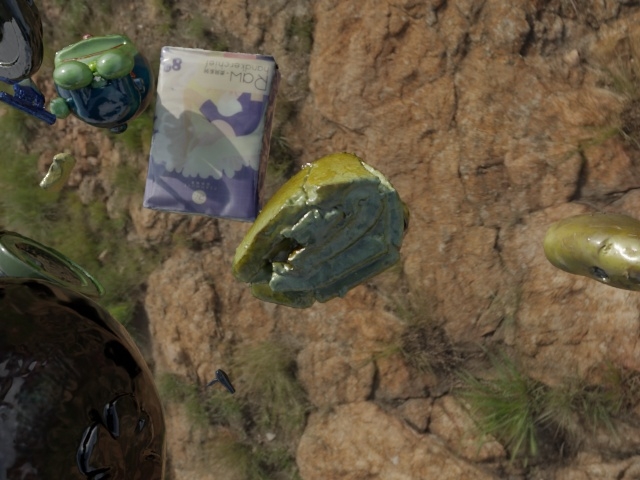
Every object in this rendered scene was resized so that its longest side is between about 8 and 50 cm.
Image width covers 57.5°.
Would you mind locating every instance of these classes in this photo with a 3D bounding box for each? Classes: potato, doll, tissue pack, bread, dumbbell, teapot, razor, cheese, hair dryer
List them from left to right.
[{"bbox_3d":[-0.491,-0.263,0.754,0.192,0.290,0.192,20,140,18],"label":"dumbbell"},{"bbox_3d":[-0.528,0.179,0.984,0.200,0.270,0.336,34,87,24],"label":"teapot"},{"bbox_3d":[-0.575,-0.297,1.104,0.324,0.093,0.056,35,95,47],"label":"razor"},{"bbox_3d":[-0.478,-0.124,1.060,0.030,0.044,0.083,43,112,11],"label":"cheese"},{"bbox_3d":[-0.444,-0.317,1.196,0.199,0.322,0.186,-16,121,-5],"label":"doll"},{"bbox_3d":[-0.220,-0.217,1.206,0.243,0.125,0.343,7,90,4],"label":"tissue pack"},{"bbox_3d":[-0.282,0.400,1.622,0.083,0.031,0.079,-30,96,32],"label":"hair dryer"},{"bbox_3d":[0.000,0.000,0.840,0.257,0.124,0.186,-36,111,6],"label":"bread"},{"bbox_3d":[0.577,0.020,1.147,0.296,0.192,0.141,-137,54,-67],"label":"potato"}]

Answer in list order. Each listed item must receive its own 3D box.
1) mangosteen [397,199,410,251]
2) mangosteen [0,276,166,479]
[{"bbox_3d":[0.075,-0.046,1.110,0.192,0.192,0.217,14,67,29],"label":"mangosteen"},{"bbox_3d":[-0.377,0.233,0.610,0.436,0.382,0.381,-8,90,20],"label":"mangosteen"}]
